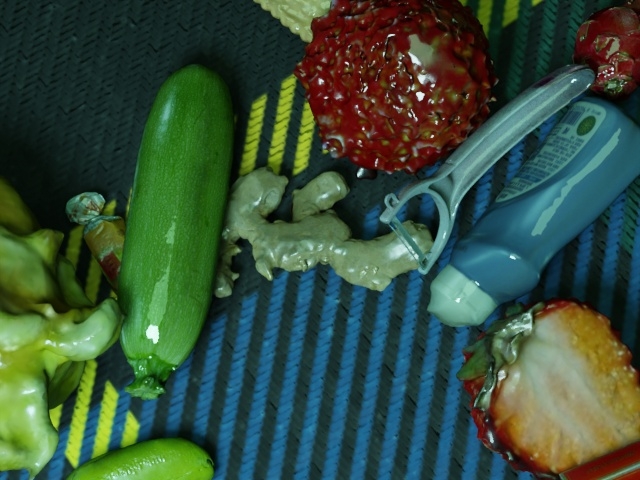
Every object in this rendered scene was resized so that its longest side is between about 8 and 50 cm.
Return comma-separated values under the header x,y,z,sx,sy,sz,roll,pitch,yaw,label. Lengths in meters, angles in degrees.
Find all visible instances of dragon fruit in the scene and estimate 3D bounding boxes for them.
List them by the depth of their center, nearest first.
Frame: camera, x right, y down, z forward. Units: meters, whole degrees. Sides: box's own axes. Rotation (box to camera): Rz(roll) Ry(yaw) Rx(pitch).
x,y,z,sx,sy,sz,roll,pitch,yaw,label
0.337,-0.231,1.815,0.094,0.094,0.190,26,59,9,dragon fruit

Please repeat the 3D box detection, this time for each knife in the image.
x,y,z,sx,sy,sz,roll,pitch,yaw,label
0.174,-0.098,1.732,0.278,0.123,0.053,-45,51,-6,knife

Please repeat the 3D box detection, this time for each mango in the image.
x,y,z,sx,sy,sz,roll,pitch,yaw,label
-0.193,0.260,1.741,0.165,0.074,0.091,-14,72,-11,mango

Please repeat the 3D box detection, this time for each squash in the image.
x,y,z,sx,sy,sz,roll,pitch,yaw,label
-0.154,-0.023,1.758,0.107,0.107,0.395,6,68,5,squash

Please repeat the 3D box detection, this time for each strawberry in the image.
x,y,z,sx,sy,sz,roll,pitch,yaw,label
0.246,0.172,1.720,0.236,0.111,0.190,46,74,-12,strawberry
0.089,-0.180,1.750,0.234,0.178,0.233,0,88,-7,strawberry

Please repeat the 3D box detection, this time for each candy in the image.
x,y,z,sx,sy,sz,roll,pitch,yaw,label
-0.220,0.024,1.809,0.053,0.046,0.182,-30,72,0,candy

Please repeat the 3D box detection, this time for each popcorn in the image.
x,y,z,sx,sy,sz,roll,pitch,yaw,label
-0.374,0.086,1.686,0.274,0.279,0.335,-37,94,-15,popcorn

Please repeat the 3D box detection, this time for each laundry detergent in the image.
x,y,z,sx,sy,sz,roll,pitch,yaw,label
0.228,-0.018,1.742,0.094,0.143,0.290,41,89,-21,laundry detergent

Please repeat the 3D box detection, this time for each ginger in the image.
x,y,z,sx,sy,sz,roll,pitch,yaw,label
-0.003,-0.015,1.794,0.259,0.065,0.149,-3,75,6,ginger

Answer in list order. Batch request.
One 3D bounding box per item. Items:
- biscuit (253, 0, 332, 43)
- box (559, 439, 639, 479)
x,y,z,sx,sy,sz,roll,pitch,yaw,label
0.008,-0.303,1.872,0.250,0.030,0.160,38,84,11,biscuit
0.323,0.295,1.666,0.112,0.048,0.175,-22,109,-1,box
